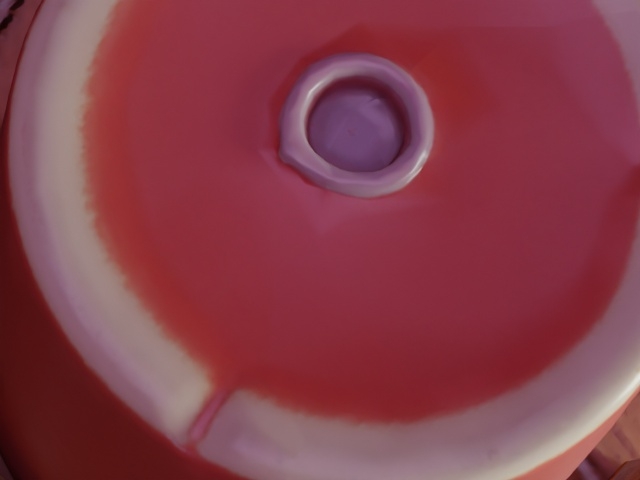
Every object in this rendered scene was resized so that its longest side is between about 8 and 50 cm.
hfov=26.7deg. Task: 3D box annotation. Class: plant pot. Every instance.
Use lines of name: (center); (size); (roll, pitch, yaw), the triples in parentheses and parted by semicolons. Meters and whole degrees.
plant pot: (0.000, 0.000, 0.473); (0.275, 0.243, 0.275); (1, 76, -6)

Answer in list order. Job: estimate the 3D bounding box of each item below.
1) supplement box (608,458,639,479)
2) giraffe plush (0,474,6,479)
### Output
supplement box: (0.132, 0.118, 0.534); (0.036, 0.098, 0.062); (43, 76, 4)
giraffe plush: (-0.188, 0.136, 0.472); (0.170, 0.210, 0.181); (-27, 76, -41)
